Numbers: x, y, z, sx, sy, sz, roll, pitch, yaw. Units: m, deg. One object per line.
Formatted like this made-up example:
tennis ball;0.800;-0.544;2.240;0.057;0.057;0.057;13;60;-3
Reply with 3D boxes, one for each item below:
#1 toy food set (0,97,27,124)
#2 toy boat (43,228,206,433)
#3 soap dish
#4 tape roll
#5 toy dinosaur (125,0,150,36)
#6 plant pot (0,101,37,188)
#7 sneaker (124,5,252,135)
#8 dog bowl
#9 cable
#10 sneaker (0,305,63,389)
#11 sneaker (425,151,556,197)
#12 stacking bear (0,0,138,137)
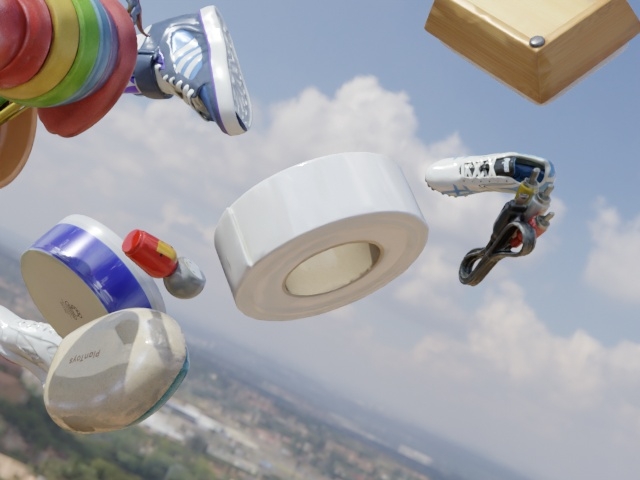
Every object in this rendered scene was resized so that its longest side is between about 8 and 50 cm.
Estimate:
toy food set;-0.416;-0.212;1.642;0.071;0.218;0.128;55;1;-10
toy boat;-0.265;0.143;1.797;0.267;0.318;0.148;-12;-39;41
soap dish;0.342;-0.366;1.987;0.291;0.229;0.118;42;-20;39
tape roll;0.000;0.000;1.661;0.286;0.286;0.100;36;29;-62
toy dinosaur;-0.308;-0.389;1.983;0.047;0.082;0.090;16;-8;45
plant pot;-0.595;-0.212;1.841;0.203;0.291;0.291;-3;-17;22
sneaker;-0.268;-0.284;2.257;0.130;0.236;0.323;59;13;-52
dog bowl;-0.395;0.091;2.108;0.265;0.104;0.265;31;-35;25
cable;0.325;0.011;2.100;0.072;0.139;0.287;5;-39;-16
sneaker;-0.543;0.204;2.427;0.305;0.152;0.114;36;13;15
sneaker;0.308;-0.126;2.203;0.237;0.085;0.086;0;-25;6
stacking bear;-0.331;-0.221;1.324;0.175;0.164;0.289;63;16;6
